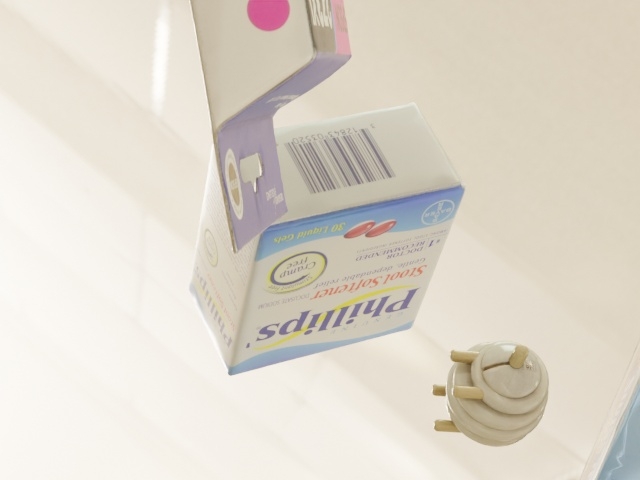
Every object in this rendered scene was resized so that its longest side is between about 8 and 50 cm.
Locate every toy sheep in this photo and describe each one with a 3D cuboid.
[{"bbox_3d":[0.140,0.121,1.138,0.091,0.091,0.132,37,-30,10],"label":"toy sheep"}]

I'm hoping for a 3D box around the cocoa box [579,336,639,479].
[{"bbox_3d":[0.376,0.205,1.305,0.231,0.347,0.228,24,-11,11],"label":"cocoa box"}]

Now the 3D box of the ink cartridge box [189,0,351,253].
[{"bbox_3d":[-0.037,-0.189,0.730,0.176,0.069,0.371,-48,131,-80],"label":"ink cartridge box"}]

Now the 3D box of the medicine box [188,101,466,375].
[{"bbox_3d":[0.000,0.000,1.703,0.289,0.263,0.149,105,-35,-49],"label":"medicine box"}]
